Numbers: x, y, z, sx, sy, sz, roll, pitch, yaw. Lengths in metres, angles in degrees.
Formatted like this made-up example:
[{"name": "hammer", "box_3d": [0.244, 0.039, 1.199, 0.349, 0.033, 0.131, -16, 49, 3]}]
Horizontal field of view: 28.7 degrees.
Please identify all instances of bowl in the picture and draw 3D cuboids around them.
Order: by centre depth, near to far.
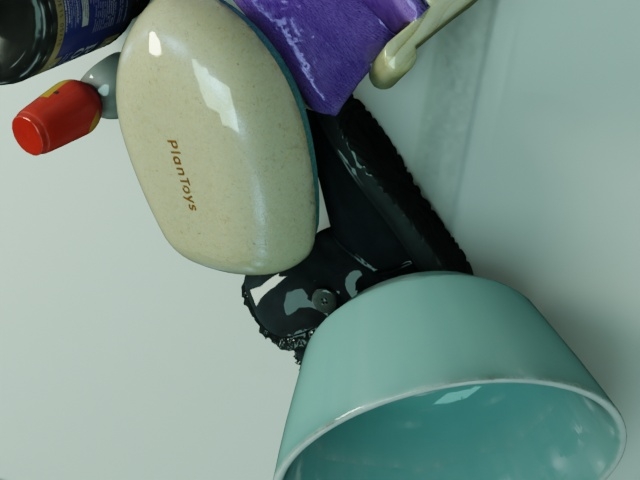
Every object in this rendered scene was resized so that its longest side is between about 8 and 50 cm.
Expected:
[{"name": "bowl", "box_3d": [0.103, 0.143, 1.131, 0.311, 0.163, 0.311, -5, 142, -4]}]

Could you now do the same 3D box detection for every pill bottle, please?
[{"name": "pill bottle", "box_3d": [-0.242, -0.223, 1.132, 0.122, 0.219, 0.123, 8, 113, 19]}]

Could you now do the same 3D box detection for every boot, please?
[{"name": "boot", "box_3d": [0.000, 0.000, 1.194, 0.207, 0.094, 0.246, -30, 103, 25]}]

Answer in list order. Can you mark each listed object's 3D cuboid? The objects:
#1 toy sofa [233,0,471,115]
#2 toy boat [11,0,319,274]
[{"name": "toy sofa", "box_3d": [-0.034, -0.285, 1.029, 0.177, 0.150, 0.362, -39, 93, -3]}, {"name": "toy boat", "box_3d": [-0.130, -0.112, 1.130, 0.318, 0.148, 0.268, 13, 127, 35]}]
